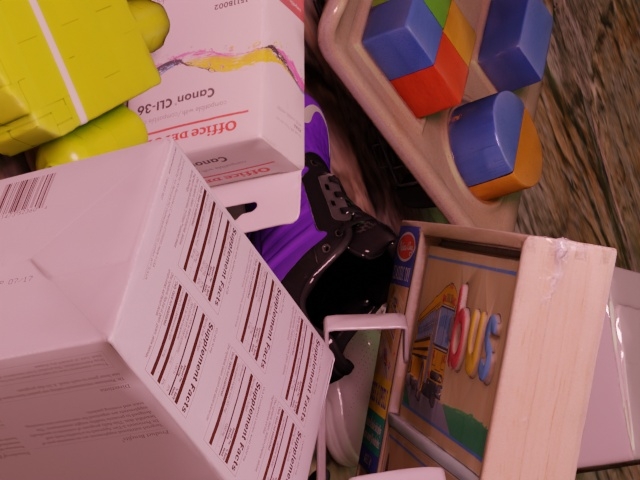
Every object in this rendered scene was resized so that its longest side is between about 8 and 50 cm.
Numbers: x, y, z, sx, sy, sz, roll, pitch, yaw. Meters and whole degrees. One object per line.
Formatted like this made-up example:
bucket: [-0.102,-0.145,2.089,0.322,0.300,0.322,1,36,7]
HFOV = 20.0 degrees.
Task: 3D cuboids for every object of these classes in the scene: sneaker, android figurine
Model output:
sneaker: [0.000,0.001,1.392,0.102,0.146,0.293,51,37,-43]
android figurine: [-0.187,-0.150,1.160,0.248,0.056,0.273,67,26,-11]
sneaker: [0.041,0.077,1.500,0.080,0.094,0.212,-15,93,-62]

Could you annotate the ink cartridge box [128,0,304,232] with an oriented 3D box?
ink cartridge box: [-0.076,-0.104,1.319,0.067,0.115,0.198,35,48,-55]

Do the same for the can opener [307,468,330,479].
can opener: [-0.021,0.221,1.362,0.059,0.073,0.186,60,21,-16]

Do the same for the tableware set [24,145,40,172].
tableware set: [-0.197,-0.047,1.161,0.168,0.020,0.141,45,36,-43]

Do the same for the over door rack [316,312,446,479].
over door rack: [-0.016,0.226,1.133,0.239,0.108,0.324,-99,-159,-67]

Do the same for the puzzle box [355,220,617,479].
puzzle box: [0.083,0.124,1.137,0.409,0.052,0.272,-172,-87,-83]

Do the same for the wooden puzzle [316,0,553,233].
wooden puzzle: [0.130,-0.178,1.645,0.348,0.080,0.322,55,34,-35]

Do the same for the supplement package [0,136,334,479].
supplement package: [-0.129,0.076,1.046,0.203,0.194,0.149,55,35,-39]

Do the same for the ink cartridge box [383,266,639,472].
ink cartridge box: [0.184,0.126,1.608,0.171,0.232,0.168,9,71,-62]

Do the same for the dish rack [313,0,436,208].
dish rack: [0.087,-0.178,1.726,0.271,0.074,0.208,67,27,-21]
